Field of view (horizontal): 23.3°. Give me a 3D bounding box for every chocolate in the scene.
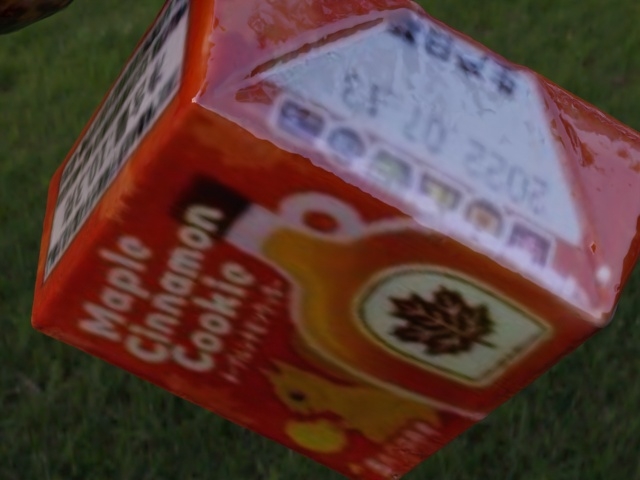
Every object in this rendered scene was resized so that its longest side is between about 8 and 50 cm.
[{"bbox_3d":[0.000,0.000,0.719,0.234,0.237,0.108,29,52,-14],"label":"chocolate"}]

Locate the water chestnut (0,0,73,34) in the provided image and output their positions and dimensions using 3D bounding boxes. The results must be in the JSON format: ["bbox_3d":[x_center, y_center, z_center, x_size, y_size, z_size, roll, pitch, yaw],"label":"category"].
[{"bbox_3d":[-0.167,-0.230,0.702,0.244,0.289,0.289,-20,45,8],"label":"water chestnut"}]
